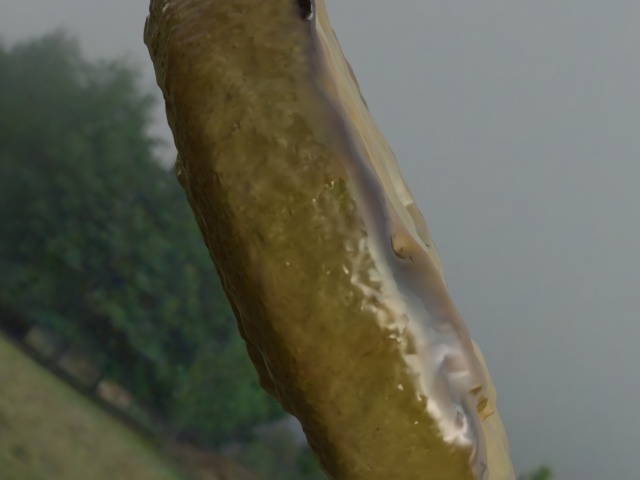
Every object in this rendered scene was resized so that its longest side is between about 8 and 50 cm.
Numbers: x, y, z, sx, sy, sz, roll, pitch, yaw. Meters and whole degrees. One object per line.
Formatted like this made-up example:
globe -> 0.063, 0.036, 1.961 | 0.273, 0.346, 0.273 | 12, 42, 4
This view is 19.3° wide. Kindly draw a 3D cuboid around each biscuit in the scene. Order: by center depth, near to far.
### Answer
biscuit -> 0.000, 0.000, 0.853 | 0.296, 0.102, 0.296 | -23, 90, -84
